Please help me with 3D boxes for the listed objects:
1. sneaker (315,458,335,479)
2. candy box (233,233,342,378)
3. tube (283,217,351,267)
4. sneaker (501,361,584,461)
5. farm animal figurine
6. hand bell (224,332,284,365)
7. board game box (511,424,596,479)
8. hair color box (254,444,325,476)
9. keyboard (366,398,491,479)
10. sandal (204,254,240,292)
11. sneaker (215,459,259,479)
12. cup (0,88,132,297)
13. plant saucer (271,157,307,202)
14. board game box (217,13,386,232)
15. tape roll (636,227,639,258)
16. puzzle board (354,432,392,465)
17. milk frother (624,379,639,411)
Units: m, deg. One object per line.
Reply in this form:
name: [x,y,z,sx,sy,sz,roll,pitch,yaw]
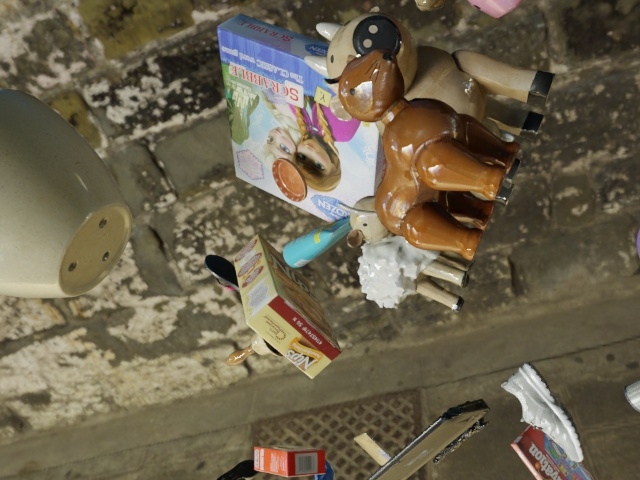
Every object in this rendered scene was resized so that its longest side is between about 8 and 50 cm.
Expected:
sneaker: [0.005,0.699,1.718,0.058,0.084,0.152,-20,57,17]
candy box: [-0.077,0.123,1.226,0.087,0.183,0.316,-42,24,6]
tube: [0.000,0.000,1.043,0.080,0.052,0.207,-37,4,-33]
sneaker: [0.604,0.474,1.616,0.115,0.281,0.105,-36,-14,17]
farm animal figurine: [0.091,-0.137,0.459,0.172,0.327,0.330,23,73,17]
hand bell: [-0.189,0.300,1.657,0.242,0.126,0.126,-33,21,38]
board game box: [0.676,0.649,1.694,0.145,0.281,0.027,-34,-6,-26]
hair color box: [-0.069,0.474,1.290,0.167,0.093,0.054,-27,61,56]
keyboard: [0.202,0.391,1.125,0.317,0.201,0.033,-53,49,32]
sandal: [-0.212,0.099,1.435,0.179,0.040,0.067,36,36,9]
sneaker: [-0.237,0.634,1.552,0.170,0.089,0.051,-13,52,-43]
cup: [-0.449,-0.040,0.955,0.236,0.331,0.331,28,49,10]
plant saucer: [-0.051,-0.104,1.023,0.013,0.084,0.083,-35,31,-30]
board game box: [-0.023,-0.188,1.027,0.318,0.318,0.066,27,52,24]
tape roll: [0.793,0.012,1.290,0.188,0.189,0.080,-11,6,22]
puzzle board: [0.177,0.689,1.976,0.011,0.128,0.096,-44,-5,-35]
milk frother: [0.960,0.453,1.684,0.135,0.129,0.143,-49,2,38]
